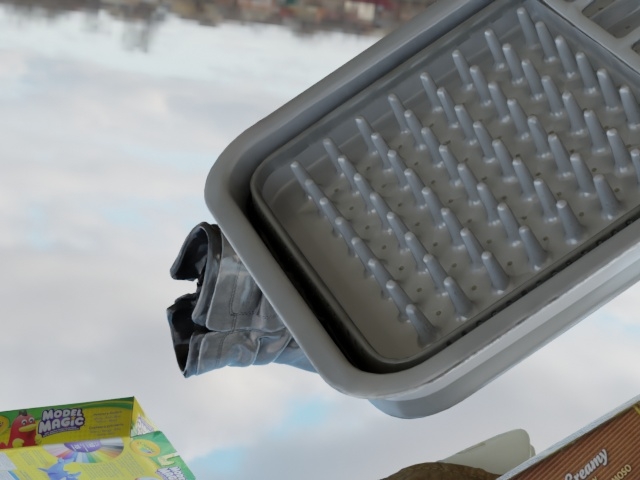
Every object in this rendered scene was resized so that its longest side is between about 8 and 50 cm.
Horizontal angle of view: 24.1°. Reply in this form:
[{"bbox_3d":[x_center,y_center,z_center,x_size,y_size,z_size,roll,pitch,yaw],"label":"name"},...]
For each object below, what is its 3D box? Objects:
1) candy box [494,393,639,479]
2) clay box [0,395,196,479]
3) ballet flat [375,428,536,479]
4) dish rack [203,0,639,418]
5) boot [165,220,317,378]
[{"bbox_3d":[0.144,0.113,0.586,0.187,0.109,0.053,-26,171,-18],"label":"candy box"},{"bbox_3d":[-0.250,0.220,1.572,0.222,0.053,0.127,-8,145,11],"label":"clay box"},{"bbox_3d":[0.139,0.158,0.773,0.343,0.116,0.124,4,-140,13],"label":"ballet flat"},{"bbox_3d":[0.115,-0.048,0.869,0.333,0.072,0.285,-34,-141,-3],"label":"dish rack"},{"bbox_3d":[0.000,0.000,1.285,0.223,0.338,0.118,3,-144,-24],"label":"boot"}]
